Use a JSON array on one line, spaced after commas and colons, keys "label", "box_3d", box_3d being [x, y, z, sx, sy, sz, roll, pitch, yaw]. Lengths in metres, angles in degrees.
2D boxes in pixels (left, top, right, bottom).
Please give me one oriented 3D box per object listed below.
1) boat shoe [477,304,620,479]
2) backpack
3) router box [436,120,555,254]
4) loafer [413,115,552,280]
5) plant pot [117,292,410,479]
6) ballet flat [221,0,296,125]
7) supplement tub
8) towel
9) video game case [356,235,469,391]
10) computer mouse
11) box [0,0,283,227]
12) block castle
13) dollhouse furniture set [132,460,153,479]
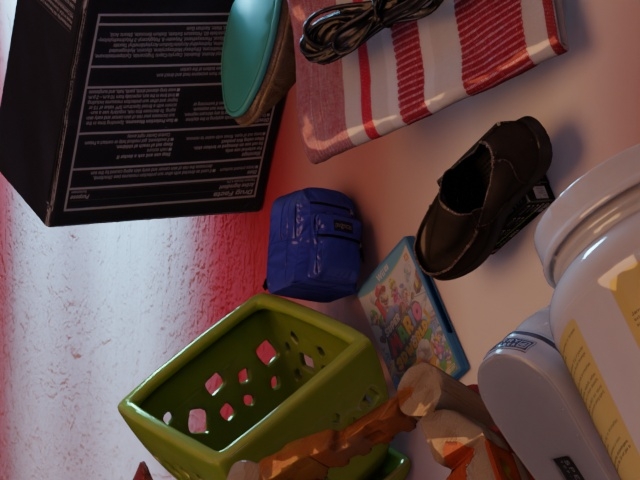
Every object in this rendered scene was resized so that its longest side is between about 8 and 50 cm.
[{"label": "boat shoe", "box_3d": [0.282, 0.210, 1.691, 0.136, 0.156, 0.367, -20, 106, 51]}, {"label": "backpack", "box_3d": [0.000, 0.000, 2.128, 0.101, 0.098, 0.120, -20, 64, 47]}, {"label": "router box", "box_3d": [0.175, -0.051, 1.901, 0.122, 0.038, 0.092, -45, 58, 49]}, {"label": "loafer", "box_3d": [0.140, -0.042, 1.846, 0.080, 0.078, 0.220, 62, 140, 30]}, {"label": "plant pot", "box_3d": [-0.048, 0.221, 2.090, 0.228, 0.227, 0.207, 20, 142, 54]}, {"label": "ballet flat", "box_3d": [-0.040, -0.280, 2.109, 0.116, 0.124, 0.342, -27, 58, 47]}, {"label": "supplement tub", "box_3d": [0.327, 0.100, 1.501, 0.241, 0.241, 0.331, -52, 51, 46]}, {"label": "towel", "box_3d": [0.093, -0.237, 1.900, 0.329, 0.037, 0.237, -22, 68, 38]}, {"label": "video game case", "box_3d": [0.098, 0.095, 2.058, 0.119, 0.015, 0.166, -51, 52, 47]}, {"label": "computer mouse", "box_3d": [0.031, -0.326, 1.909, 0.188, 0.072, 0.272, -25, 78, 35]}, {"label": "box", "box_3d": [-0.206, -0.190, 2.233, 0.183, 0.296, 0.294, 42, 127, 46]}, {"label": "block castle", "box_3d": [0.112, 0.368, 1.787, 0.303, 0.213, 0.453, -31, 54, 20]}, {"label": "dollhouse furniture set", "box_3d": [-0.086, 0.441, 2.211, 0.374, 0.201, 0.152, 63, 141, 32]}]
